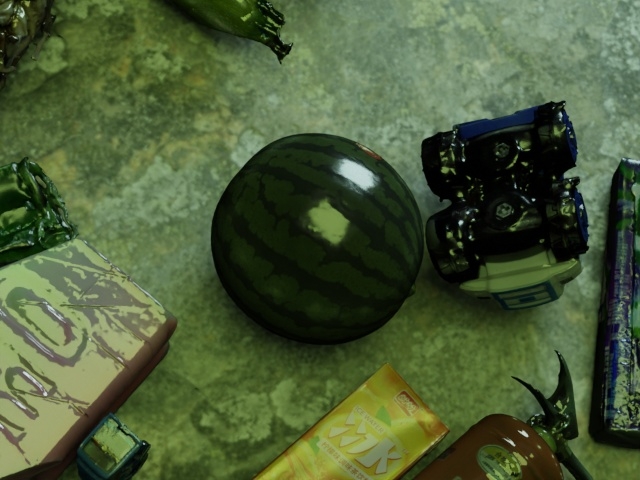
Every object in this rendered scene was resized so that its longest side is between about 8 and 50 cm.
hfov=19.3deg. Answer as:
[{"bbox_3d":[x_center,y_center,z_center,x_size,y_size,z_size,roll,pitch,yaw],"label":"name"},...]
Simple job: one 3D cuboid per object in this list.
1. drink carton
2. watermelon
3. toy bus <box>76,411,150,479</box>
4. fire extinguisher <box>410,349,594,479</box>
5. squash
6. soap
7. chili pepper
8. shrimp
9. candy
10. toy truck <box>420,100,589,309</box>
[{"bbox_3d":[0.012,0.228,1.837,0.223,0.071,0.096,-39,81,-20],"label":"drink carton"},{"bbox_3d":[0.000,0.000,1.843,0.212,0.212,0.212,3,70,-10],"label":"watermelon"},{"bbox_3d":[-0.197,0.204,1.761,0.051,0.153,0.061,40,74,5],"label":"toy bus"},{"bbox_3d":[0.141,0.292,1.837,0.376,0.113,0.200,-39,124,-19],"label":"fire extinguisher"},{"bbox_3d":[-0.158,-0.300,1.981,0.331,0.087,0.087,36,68,6],"label":"squash"},{"bbox_3d":[-0.311,0.146,1.784,0.193,0.109,0.324,39,69,5],"label":"soap"},{"bbox_3d":[-0.350,-0.015,1.860,0.216,0.062,0.108,-9,62,-13],"label":"chili pepper"},{"bbox_3d":[-0.341,-0.207,1.900,0.145,0.116,0.343,15,70,20],"label":"shrimp"},{"bbox_3d":[0.338,0.063,1.963,0.088,0.061,0.312,10,68,-6],"label":"candy"},{"bbox_3d":[0.201,-0.029,1.918,0.161,0.177,0.213,-12,61,16],"label":"toy truck"}]
